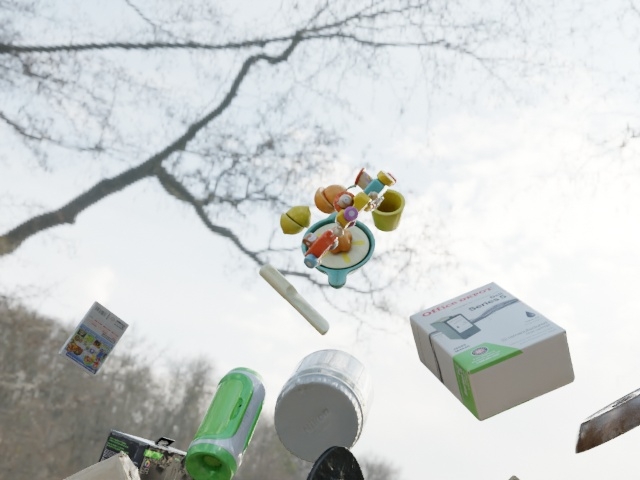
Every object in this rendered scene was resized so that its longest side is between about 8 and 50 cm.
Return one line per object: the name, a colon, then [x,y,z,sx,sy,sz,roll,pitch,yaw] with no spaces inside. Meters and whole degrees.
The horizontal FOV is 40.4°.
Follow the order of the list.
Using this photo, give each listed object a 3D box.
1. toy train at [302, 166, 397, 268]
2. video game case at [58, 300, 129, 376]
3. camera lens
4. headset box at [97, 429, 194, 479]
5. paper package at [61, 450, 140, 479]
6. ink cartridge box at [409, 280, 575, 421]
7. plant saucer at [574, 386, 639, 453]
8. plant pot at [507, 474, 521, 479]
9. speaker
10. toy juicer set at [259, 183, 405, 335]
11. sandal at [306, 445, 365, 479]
toy train: [0.033,-0.039,1.173,0.046,0.166,0.125,43,-35,4]
video game case: [-0.437,0.190,1.681,0.087,0.122,0.011,44,-23,-31]
camera lens: [0.012,0.396,2.112,0.220,0.219,0.274,4,9,8]
headset box: [-0.430,0.610,2.100,0.131,0.282,0.246,10,-17,33]
paper package: [-0.477,0.638,1.727,0.325,0.309,0.168,-24,-22,-9]
ink cartridge box: [0.313,0.199,1.633,0.199,0.114,0.273,-21,21,-11]
plant saucer: [0.441,0.241,1.240,0.199,0.036,0.198,-27,-16,-8]
plant pot: [0.428,0.576,1.892,0.109,0.109,0.096,38,-19,41]
speaker: [-0.216,0.430,2.039,0.131,0.296,0.131,7,-58,10]
toy juicer set: [0.000,0.000,1.596,0.209,0.329,0.089,22,-36,21]
sandal: [0.033,0.629,1.749,0.168,0.445,0.107,35,-39,-29]
